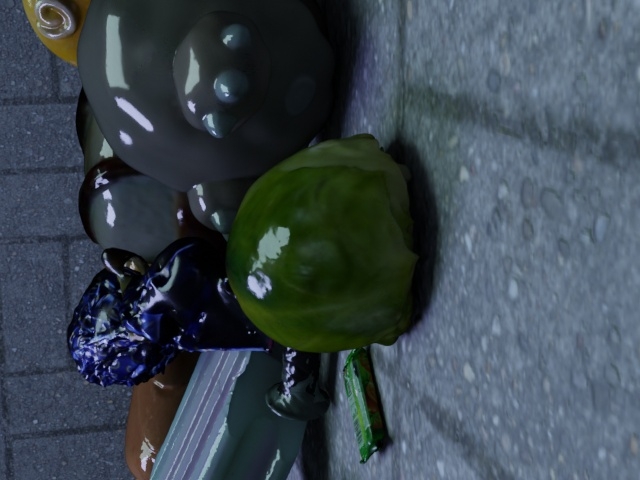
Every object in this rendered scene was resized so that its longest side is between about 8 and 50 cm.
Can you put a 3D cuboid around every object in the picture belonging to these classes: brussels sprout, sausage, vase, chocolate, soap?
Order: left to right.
[{"bbox_3d":[-0.142,0.063,0.945,0.148,0.126,0.343,52,154,-8],"label":"chocolate"},{"bbox_3d":[-0.158,-0.093,1.080,0.283,0.186,0.283,-176,90,-70],"label":"chocolate"},{"bbox_3d":[-0.143,0.134,1.174,0.121,0.121,0.304,110,170,-57],"label":"sausage"},{"bbox_3d":[-0.085,0.197,1.001,0.230,0.091,0.145,-64,21,4],"label":"soap"},{"bbox_3d":[-0.014,0.073,0.893,0.059,0.059,0.167,-116,26,-57],"label":"vase"},{"bbox_3d":[-0.004,0.003,0.707,0.149,0.122,0.151,-125,33,-59],"label":"brussels sprout"}]

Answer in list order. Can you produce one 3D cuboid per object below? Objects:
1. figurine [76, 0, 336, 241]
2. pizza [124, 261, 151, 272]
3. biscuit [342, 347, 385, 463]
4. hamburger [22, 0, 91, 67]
[{"bbox_3d":[-0.104,-0.201,0.890,0.248,0.203,0.380,103,160,-58],"label":"figurine"},{"bbox_3d":[-0.180,-0.108,1.381,0.258,0.087,0.268,-76,-1,-54],"label":"pizza"},{"bbox_3d":[0.033,0.125,0.805,0.046,0.016,0.089,111,151,-55],"label":"biscuit"},{"bbox_3d":[-0.293,-0.347,1.524,0.186,0.261,0.302,-117,9,-48],"label":"hamburger"}]
